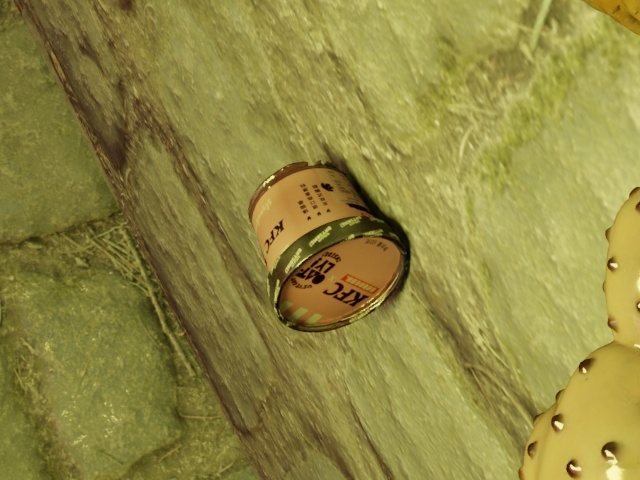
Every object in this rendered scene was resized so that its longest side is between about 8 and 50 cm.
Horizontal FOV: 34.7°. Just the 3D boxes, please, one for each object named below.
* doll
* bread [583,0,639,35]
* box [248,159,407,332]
[{"bbox_3d":[0.194,0.058,0.553,0.154,0.119,0.278,-131,57,-76],"label":"doll"},{"bbox_3d":[0.175,-0.188,0.415,0.274,0.149,0.274,166,90,-71],"label":"bread"},{"bbox_3d":[0.000,0.000,1.100,0.151,0.151,0.135,92,158,-51],"label":"box"}]
